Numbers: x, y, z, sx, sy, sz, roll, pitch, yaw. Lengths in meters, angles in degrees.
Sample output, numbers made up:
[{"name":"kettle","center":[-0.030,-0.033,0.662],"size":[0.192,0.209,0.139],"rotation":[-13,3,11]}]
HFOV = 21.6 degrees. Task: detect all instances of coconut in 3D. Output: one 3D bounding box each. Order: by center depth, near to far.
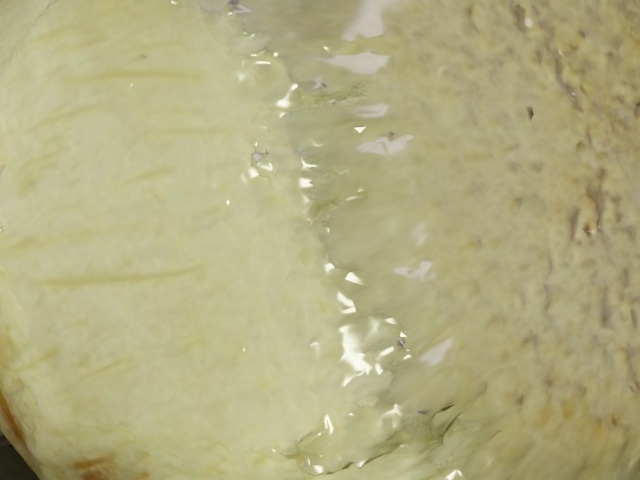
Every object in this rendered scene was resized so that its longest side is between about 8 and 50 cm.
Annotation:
[{"name":"coconut","center":[0.000,0.000,0.783],"size":[0.344,0.415,0.415],"rotation":[-3,49,-30]}]

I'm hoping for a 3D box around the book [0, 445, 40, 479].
[{"name":"book","center":[-0.227,0.177,0.777],"size":[0.282,0.025,0.215],"rotation":[9,48,-8]}]
